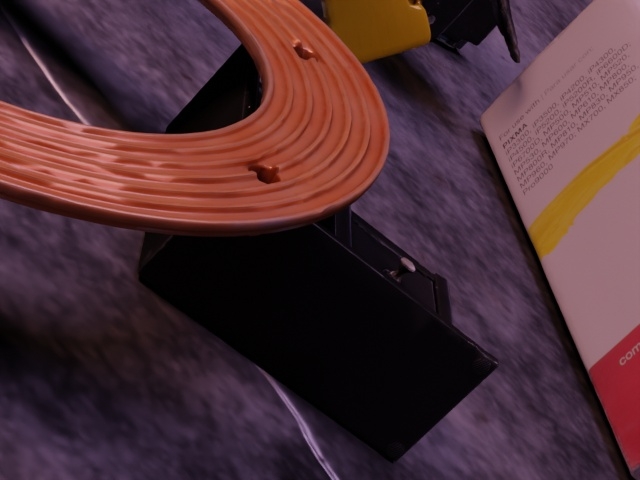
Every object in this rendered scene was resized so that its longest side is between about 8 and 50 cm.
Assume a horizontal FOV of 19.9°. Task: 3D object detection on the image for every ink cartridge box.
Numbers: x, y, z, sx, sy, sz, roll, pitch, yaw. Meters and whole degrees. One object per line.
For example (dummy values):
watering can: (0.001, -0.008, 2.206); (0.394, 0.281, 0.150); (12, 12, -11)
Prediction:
ink cartridge box: (0.291, 0.031, 1.223); (0.279, 0.160, 0.385); (31, 25, -31)

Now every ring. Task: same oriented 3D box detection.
ring: (-0.128, -0.095, 0.778); (0.336, 0.032, 0.336); (20, 28, -11)

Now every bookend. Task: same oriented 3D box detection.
bookend: (0.000, 0.000, 0.884); (0.157, 0.072, 0.156); (38, 22, -17)

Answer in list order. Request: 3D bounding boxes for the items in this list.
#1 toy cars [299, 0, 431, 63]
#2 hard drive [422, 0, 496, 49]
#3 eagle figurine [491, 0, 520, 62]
toy cars: (-0.076, -0.263, 1.151); (0.393, 0.176, 0.087); (35, -11, -22)
hard drive: (-0.018, -0.286, 1.391); (0.339, 0.064, 0.237); (23, 30, -45)
eagle figurine: (0.113, -0.305, 1.327); (0.298, 0.226, 0.225); (44, 1, 12)
